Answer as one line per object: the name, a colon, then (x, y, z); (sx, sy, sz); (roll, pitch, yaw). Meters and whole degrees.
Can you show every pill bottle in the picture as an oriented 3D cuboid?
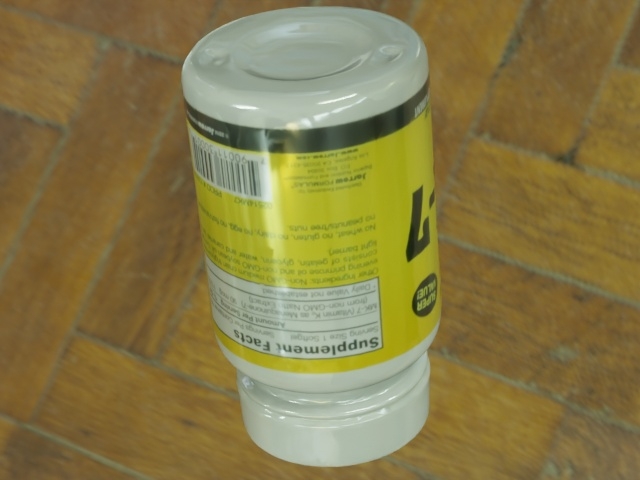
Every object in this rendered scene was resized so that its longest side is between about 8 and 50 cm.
pill bottle: (0.000, 0.000, 0.883); (0.119, 0.208, 0.119); (-4, 30, 2)
